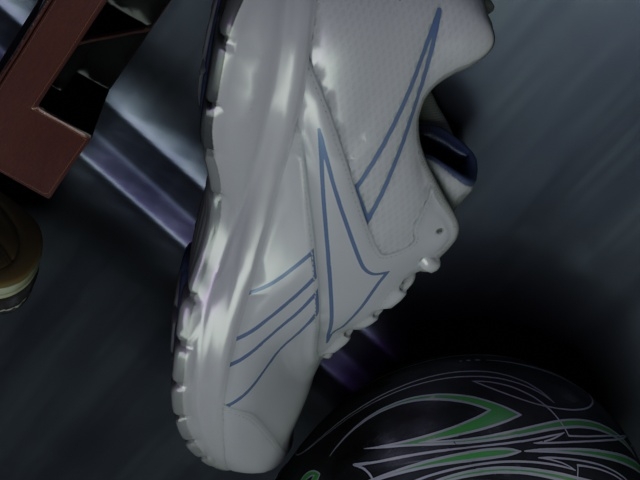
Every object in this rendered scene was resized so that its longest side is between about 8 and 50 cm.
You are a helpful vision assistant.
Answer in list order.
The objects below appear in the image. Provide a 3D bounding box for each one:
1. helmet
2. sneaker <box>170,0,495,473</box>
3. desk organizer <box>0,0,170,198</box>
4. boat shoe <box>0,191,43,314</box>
[{"bbox_3d":[0.073,0.133,0.773,0.161,0.169,0.169,-30,117,34],"label":"helmet"},{"bbox_3d":[0.000,0.000,0.726,0.129,0.111,0.297,8,128,-4],"label":"sneaker"},{"bbox_3d":[-0.111,-0.083,0.715,0.050,0.047,0.130,30,125,-16],"label":"desk organizer"},{"bbox_3d":[-0.242,0.004,0.785,0.223,0.080,0.073,10,133,8],"label":"boat shoe"}]
